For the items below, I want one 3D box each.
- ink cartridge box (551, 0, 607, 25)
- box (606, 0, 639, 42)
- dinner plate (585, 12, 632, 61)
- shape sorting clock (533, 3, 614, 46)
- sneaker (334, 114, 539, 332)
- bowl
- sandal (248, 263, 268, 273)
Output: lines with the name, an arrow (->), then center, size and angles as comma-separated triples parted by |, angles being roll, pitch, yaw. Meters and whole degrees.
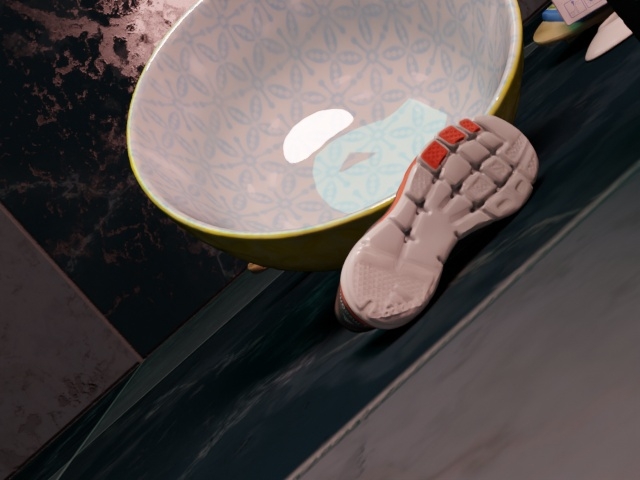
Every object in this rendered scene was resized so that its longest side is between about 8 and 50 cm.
ink cartridge box -> 0.307, -0.280, 0.830 | 0.207, 0.046, 0.097 | -29, 17, 25
box -> 0.099, -0.204, 0.279 | 0.079, 0.322, 0.257 | -40, 4, 0
dinner plate -> 0.282, -0.207, 0.781 | 0.141, 0.017, 0.141 | -40, 5, 4
shape sorting clock -> 0.316, -0.271, 0.959 | 0.206, 0.040, 0.206 | -41, 11, 10
sneaker -> 0.057, -0.010, 0.500 | 0.158, 0.061, 0.065 | -43, -2, -26
bowl -> 0.018, -0.081, 0.688 | 0.289, 0.289, 0.156 | -42, -38, -9
sandal -> 0.000, 0.000, 1.057 | 0.180, 0.049, 0.072 | -27, 3, -26
